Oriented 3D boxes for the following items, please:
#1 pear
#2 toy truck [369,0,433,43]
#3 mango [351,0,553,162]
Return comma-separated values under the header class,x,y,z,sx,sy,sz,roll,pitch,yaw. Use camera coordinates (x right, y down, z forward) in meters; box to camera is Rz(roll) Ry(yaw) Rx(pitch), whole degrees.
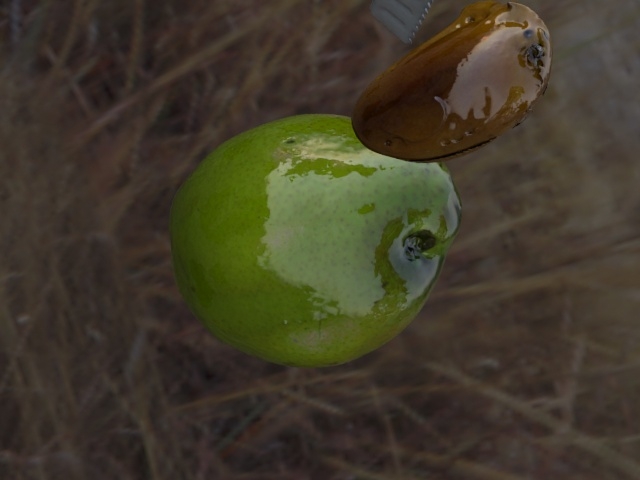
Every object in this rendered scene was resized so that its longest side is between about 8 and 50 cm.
class,x,y,z,sx,sy,sz,roll,pitch,yaw
pear,0.000,0.000,1.270,0.187,0.219,0.187,13,75,-62
toy truck,0.013,-0.297,1.391,0.111,0.136,0.286,-38,83,-17
mango,0.072,-0.080,0.956,0.063,0.127,0.077,47,29,-30
